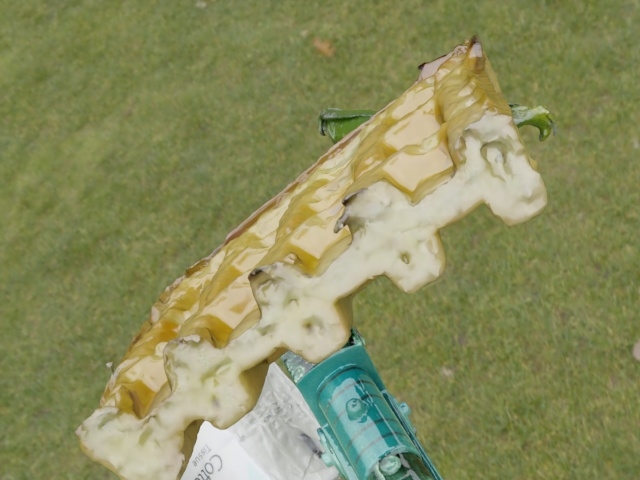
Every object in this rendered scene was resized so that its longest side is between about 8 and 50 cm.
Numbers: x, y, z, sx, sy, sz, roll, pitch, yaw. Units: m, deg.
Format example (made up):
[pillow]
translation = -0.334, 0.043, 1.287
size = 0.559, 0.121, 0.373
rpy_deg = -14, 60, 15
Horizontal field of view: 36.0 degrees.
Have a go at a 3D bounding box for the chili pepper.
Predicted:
[chili pepper]
translation = 0.104, -0.112, 1.047
size = 0.076, 0.085, 0.359
rpy_deg = -62, 26, -7

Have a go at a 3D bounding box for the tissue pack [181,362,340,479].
[tissue pack]
translation = -0.152, 0.382, 1.559
size = 0.266, 0.194, 0.356
rpy_deg = 48, 126, 20

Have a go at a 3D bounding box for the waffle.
[waffle]
translation = -0.001, 0.000, 0.709
size = 0.348, 0.077, 0.304
rpy_deg = -38, 11, 15

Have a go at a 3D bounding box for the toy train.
[toy train]
translation = 0.061, 0.227, 1.072
size = 0.120, 0.194, 0.298
rpy_deg = -29, 36, -4
